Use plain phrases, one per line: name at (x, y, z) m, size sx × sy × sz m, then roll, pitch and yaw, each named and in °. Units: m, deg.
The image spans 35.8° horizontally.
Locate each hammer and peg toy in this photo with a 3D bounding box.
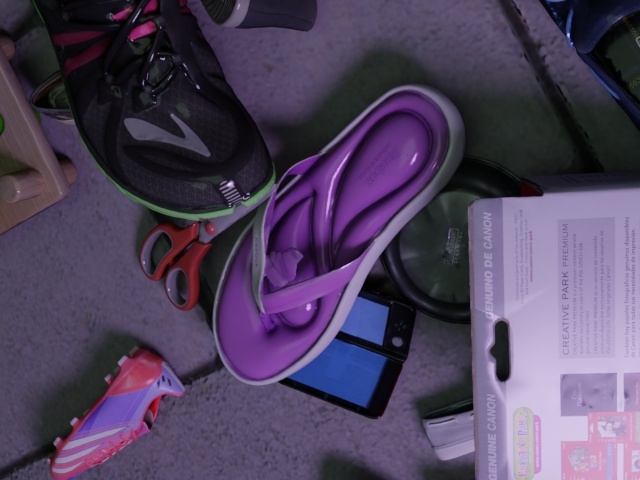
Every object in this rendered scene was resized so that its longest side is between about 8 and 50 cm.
hammer and peg toy at (-0.496, -0.168, 1.283) m, size 0.266 × 0.127 × 0.361 m, roll -26°, pitch 92°, yaw 26°

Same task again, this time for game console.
game console at (0.027, 0.120, 1.168) m, size 0.144 × 0.085 × 0.124 m, roll 19°, pitch 128°, yaw 15°

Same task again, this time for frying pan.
frying pan at (0.105, -0.033, 1.133) m, size 0.326 × 0.053 × 0.197 m, roll 35°, pitch 110°, yaw 7°

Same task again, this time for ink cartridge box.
ink cartridge box at (0.280, 0.090, 1.001) m, size 0.271 × 0.130 × 0.310 m, roll -2°, pitch 100°, yaw 2°

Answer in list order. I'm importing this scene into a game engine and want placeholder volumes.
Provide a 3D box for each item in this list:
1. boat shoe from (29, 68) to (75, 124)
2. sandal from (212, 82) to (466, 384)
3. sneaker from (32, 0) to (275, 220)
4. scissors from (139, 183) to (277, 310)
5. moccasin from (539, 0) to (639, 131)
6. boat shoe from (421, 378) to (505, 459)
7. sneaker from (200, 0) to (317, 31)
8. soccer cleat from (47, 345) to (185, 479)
boat shoe at (-0.256, -0.196, 1.213) m, size 0.223 × 0.073 × 0.080 m, roll -17°, pitch 92°, yaw 22°
sandal at (-0.011, -0.010, 1.108) m, size 0.169 × 0.102 × 0.416 m, roll 44°, pitch 111°, yaw 22°
sneaker at (-0.213, -0.228, 1.062) m, size 0.185 × 0.202 × 0.483 m, roll -30°, pitch 76°, yaw -14°
scissors at (-0.143, -0.017, 1.177) m, size 0.109 × 0.021 × 0.297 m, roll 55°, pitch 138°, yaw 14°
moccasin at (0.304, -0.225, 0.971) m, size 0.137 × 0.117 × 0.342 m, roll -40°, pitch 86°, yaw 24°
boat shoe at (0.199, 0.192, 1.141) m, size 0.184 × 0.066 × 0.063 m, roll -30°, pitch 91°, yaw 34°
sneaker at (-0.091, -0.317, 1.130) m, size 0.083 × 0.118 × 0.222 m, roll -46°, pitch 55°, yaw 39°
soccer cleat at (-0.277, 0.250, 1.323) m, size 0.095 × 0.083 × 0.248 m, roll 39°, pitch 110°, yaw 3°
